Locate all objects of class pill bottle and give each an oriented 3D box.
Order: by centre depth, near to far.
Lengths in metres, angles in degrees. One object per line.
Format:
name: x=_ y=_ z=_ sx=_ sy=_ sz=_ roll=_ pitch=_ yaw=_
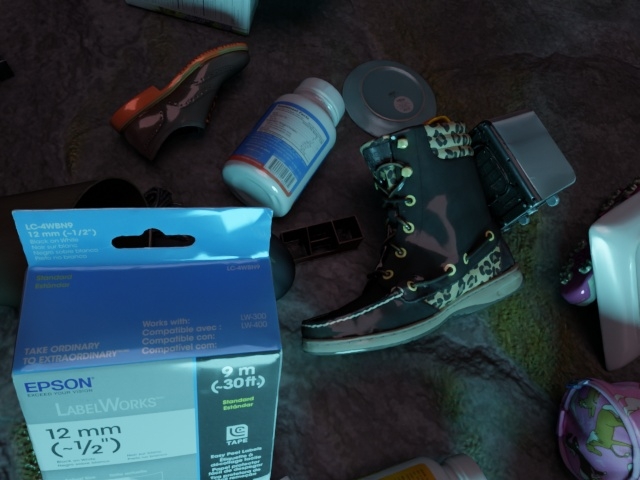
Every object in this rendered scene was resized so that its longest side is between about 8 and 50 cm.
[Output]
pill bottle: x=0.110 y=0.351 z=0.626 sx=0.208 sy=0.118 sz=0.118 roll=-13 pitch=71 yaw=-16
pill bottle: x=-0.050 y=-0.157 z=0.795 sx=0.124 sy=0.124 sz=0.222 roll=31 pitch=65 yaw=3

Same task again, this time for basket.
basket: x=-0.367 y=0.011 z=0.626 sx=0.226 sy=0.154 sz=0.204 roll=-3 pitch=36 yaw=11

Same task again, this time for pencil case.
pencil case: x=0.549 y=0.266 z=0.716 sx=0.385 sy=0.160 sz=0.167 roll=-1 pitch=47 yaw=-11

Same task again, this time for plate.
plate: x=0.551 y=0.042 z=0.787 sx=0.277 sy=0.045 sz=0.278 roll=-28 pitch=112 yaw=-20
plate: x=0.135 y=-0.274 z=0.930 sx=0.188 sy=0.024 sz=0.188 roll=4 pitch=67 yaw=-9

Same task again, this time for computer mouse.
computer mouse: x=-0.170 y=0.017 z=0.712 sx=0.272 sy=0.072 sz=0.189 roll=14 pitch=66 yaw=4

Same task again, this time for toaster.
toaster: x=0.300 y=-0.112 z=0.821 sx=0.110 sy=0.168 sz=0.186 roll=-22 pitch=74 yaw=-21

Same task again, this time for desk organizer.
desk organizer: x=0.000 y=0.000 z=0.781 sx=0.130 sy=0.050 sz=0.047 roll=-14 pitch=72 yaw=-15

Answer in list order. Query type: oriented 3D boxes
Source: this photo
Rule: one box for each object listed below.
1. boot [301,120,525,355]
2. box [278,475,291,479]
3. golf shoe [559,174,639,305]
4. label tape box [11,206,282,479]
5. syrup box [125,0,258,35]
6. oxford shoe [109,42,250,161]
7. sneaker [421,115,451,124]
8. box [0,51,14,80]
boot: x=0.115 y=-0.010 z=0.718 sx=0.377 sy=0.138 sz=0.285 roll=-16 pitch=91 yaw=-20
box: x=-0.128 y=0.452 z=0.537 sx=0.321 sy=0.059 sz=0.232 roll=-23 pitch=55 yaw=-17
golf shoe: x=0.533 y=0.017 z=0.843 sx=0.140 sy=0.115 sz=0.306 roll=44 pitch=69 yaw=4
label tape box: x=-0.175 y=0.139 z=0.531 sx=0.248 sy=0.348 sz=0.115 roll=-2 pitch=35 yaw=-15
syrup box: x=-0.237 y=-0.475 z=0.901 sx=0.236 sy=0.096 sz=0.093 roll=12 pitch=65 yaw=-5
oxford shoe: x=-0.212 y=-0.236 z=0.826 sx=0.271 sy=0.097 sz=0.098 roll=-42 pitch=101 yaw=-18
sneaker: x=0.172 y=-0.161 z=0.864 sx=0.064 sy=0.067 sz=0.175 roll=41 pitch=69 yaw=-14
box: x=-0.636 y=-0.310 z=0.789 sx=0.184 sy=0.045 sz=0.191 roll=-33 pitch=78 yaw=-18
